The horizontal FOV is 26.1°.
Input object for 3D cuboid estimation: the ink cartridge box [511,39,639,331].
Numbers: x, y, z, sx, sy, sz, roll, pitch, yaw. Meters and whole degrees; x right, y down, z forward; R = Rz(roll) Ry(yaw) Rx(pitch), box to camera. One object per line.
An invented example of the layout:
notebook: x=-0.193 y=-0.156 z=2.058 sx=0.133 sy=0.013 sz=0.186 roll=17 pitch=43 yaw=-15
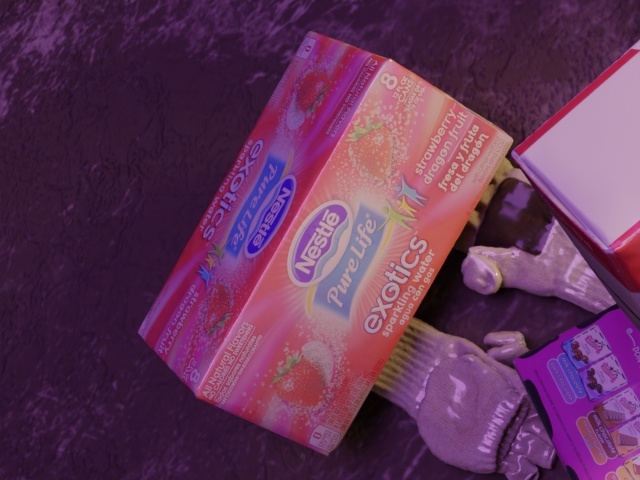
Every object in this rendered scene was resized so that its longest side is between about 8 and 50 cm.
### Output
ink cartridge box: x=0.244 y=-0.025 z=0.837 sx=0.172 sy=0.237 sz=0.100 roll=-41 pitch=52 yaw=4

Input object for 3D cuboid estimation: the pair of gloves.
pair of gloves: x=0.143 y=0.062 z=1.094 sx=0.204 sy=0.042 sz=0.240 roll=36 pitch=96 yaw=37

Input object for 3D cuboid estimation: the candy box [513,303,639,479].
candy box: x=0.274 y=0.101 z=0.949 sx=0.233 sy=0.071 sz=0.159 roll=-30 pitch=58 yaw=12

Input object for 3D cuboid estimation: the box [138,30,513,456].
box: x=0.000 y=0.000 z=1.125 sx=0.300 sy=0.142 sz=0.154 roll=-60 pitch=30 yaw=3
